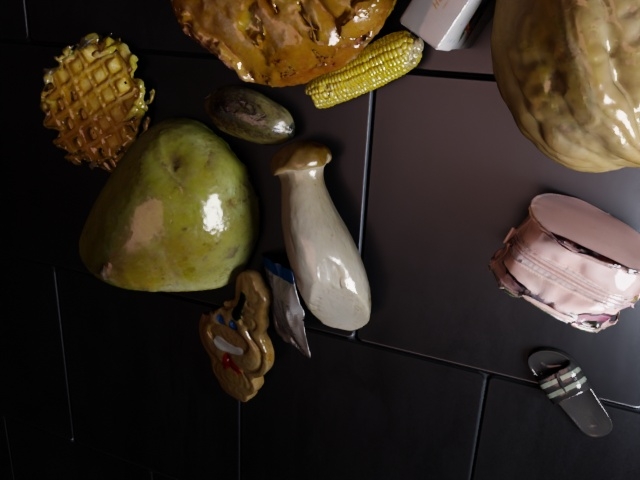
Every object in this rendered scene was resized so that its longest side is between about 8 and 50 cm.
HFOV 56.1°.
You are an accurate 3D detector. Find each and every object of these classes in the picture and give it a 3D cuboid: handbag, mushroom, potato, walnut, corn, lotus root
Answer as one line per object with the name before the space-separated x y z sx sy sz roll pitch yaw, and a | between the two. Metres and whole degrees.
handbag | 0.363 0.029 0.863 0.205 0.179 0.116 28 123 14
mushroom | 0.000 0.000 1.045 0.128 0.128 0.350 -11 98 27
potato | -0.289 -0.068 1.097 0.330 0.213 0.280 25 116 13
walnut | 0.356 -0.234 0.731 0.277 0.252 0.313 -29 101 17
corn | 0.068 -0.268 0.951 0.206 0.067 0.067 -20 98 28
lotus root | -0.127 -0.219 1.046 0.179 0.080 0.089 22 116 17

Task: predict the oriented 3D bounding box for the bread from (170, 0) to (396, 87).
bread | -0.053 -0.427 0.870 0.397 0.215 0.398 8 111 21

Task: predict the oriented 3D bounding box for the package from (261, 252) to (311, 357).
package | -0.067 0.117 1.109 0.171 0.027 0.173 -156 55 -66

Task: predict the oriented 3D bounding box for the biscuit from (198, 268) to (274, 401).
biscuit | -0.164 0.189 1.194 0.183 0.047 0.320 39 129 15

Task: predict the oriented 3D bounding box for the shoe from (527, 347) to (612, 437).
shoe | 0.412 0.255 0.985 0.071 0.049 0.179 -38 89 28

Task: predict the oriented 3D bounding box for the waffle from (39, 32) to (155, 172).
waffle | -0.455 -0.270 1.187 0.262 0.060 0.281 23 115 15

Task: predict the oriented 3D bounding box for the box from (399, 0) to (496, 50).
box | 0.195 -0.328 0.778 0.067 0.233 0.150 37 118 9
